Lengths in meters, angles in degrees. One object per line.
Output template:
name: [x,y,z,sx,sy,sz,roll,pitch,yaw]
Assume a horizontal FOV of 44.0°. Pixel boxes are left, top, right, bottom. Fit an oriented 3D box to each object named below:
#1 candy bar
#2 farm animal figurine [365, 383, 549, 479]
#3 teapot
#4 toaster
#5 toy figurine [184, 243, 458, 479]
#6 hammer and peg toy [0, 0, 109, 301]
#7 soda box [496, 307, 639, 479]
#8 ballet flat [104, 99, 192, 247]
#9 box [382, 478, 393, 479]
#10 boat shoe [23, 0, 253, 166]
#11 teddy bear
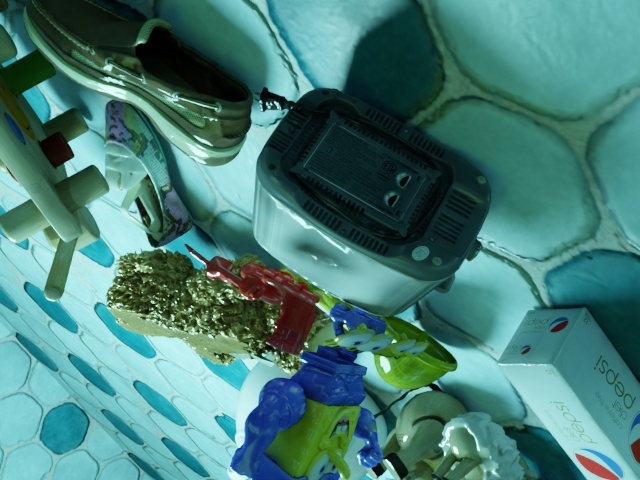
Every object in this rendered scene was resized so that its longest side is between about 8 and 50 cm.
candy bar: [0.016,0.079,0.957,0.161,0.040,0.018,37,125,-4]
farm animal figurine: [0.185,0.320,0.998,0.330,0.172,0.326,-2,119,61]
teapot: [-0.040,0.298,1.189,0.253,0.187,0.256,24,148,28]
toaster: [0.027,-0.029,0.701,0.227,0.129,0.146,29,153,4]
toy figurine: [-0.017,0.159,0.778,0.191,0.217,0.362,24,180,27]
hammer and peg toy: [-0.337,-0.108,0.928,0.266,0.127,0.361,53,171,53]
soda box: [0.264,0.164,0.756,0.216,0.074,0.069,50,150,-18]
ballet flat: [-0.226,-0.071,0.994,0.077,0.079,0.221,20,146,31]
box: [0.146,0.472,1.276,0.091,0.130,0.170,49,151,-18]
boat shoe: [-0.172,-0.184,0.776,0.257,0.095,0.095,33,138,0]
teddy bear: [-0.110,0.095,1.058,0.338,0.113,0.245,8,151,23]
